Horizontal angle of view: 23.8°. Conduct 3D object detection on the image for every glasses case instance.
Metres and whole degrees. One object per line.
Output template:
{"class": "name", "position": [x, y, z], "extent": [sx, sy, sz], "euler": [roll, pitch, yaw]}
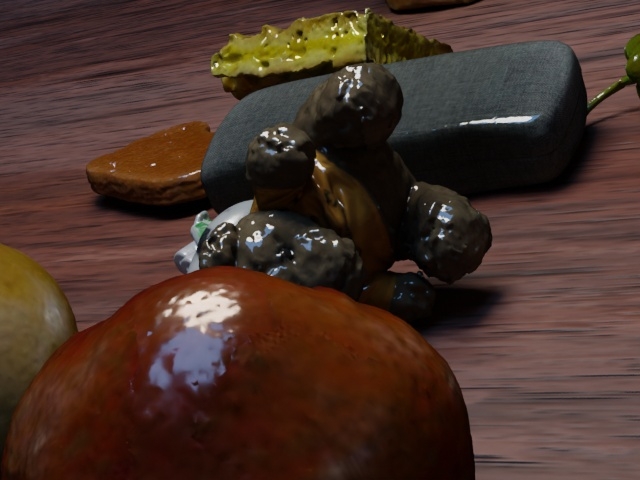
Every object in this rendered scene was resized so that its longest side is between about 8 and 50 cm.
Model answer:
{"class": "glasses case", "position": [0.058, -0.088, 1.254], "extent": [0.323, 0.074, 0.131], "euler": [-7, 35, 27]}

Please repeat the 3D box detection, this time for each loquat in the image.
{"class": "loquat", "position": [-0.238, 0.096, 0.966], "extent": [0.179, 0.179, 0.227], "euler": [-16, 28, 10]}

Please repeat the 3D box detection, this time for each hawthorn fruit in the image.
{"class": "hawthorn fruit", "position": [-0.043, 0.141, 0.686], "extent": [0.224, 0.224, 0.261], "euler": [-8, 45, 26]}

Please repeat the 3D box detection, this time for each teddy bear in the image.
{"class": "teddy bear", "position": [0.000, 0.000, 1.010], "extent": [0.140, 0.177, 0.190], "euler": [-10, 34, 51]}

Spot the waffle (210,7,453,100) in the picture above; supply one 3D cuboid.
{"class": "waffle", "position": [0.000, -0.161, 1.413], "extent": [0.211, 0.055, 0.160], "euler": [-4, -10, 36]}

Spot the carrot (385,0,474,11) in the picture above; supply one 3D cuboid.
{"class": "carrot", "position": [0.097, -0.431, 1.683], "extent": [0.224, 0.341, 0.224], "euler": [-20, 25, 10]}

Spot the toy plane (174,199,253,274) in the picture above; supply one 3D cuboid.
{"class": "toy plane", "position": [-0.037, -0.004, 1.156], "extent": [0.174, 0.080, 0.174], "euler": [-18, 25, 9]}

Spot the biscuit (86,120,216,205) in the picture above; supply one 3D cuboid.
{"class": "biscuit", "position": [-0.111, -0.083, 1.450], "extent": [0.186, 0.036, 0.192], "euler": [-31, 25, -31]}

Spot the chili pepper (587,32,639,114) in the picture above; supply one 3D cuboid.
{"class": "chili pepper", "position": [0.296, -0.146, 1.207], "extent": [0.204, 0.072, 0.073], "euler": [-7, 28, 27]}
